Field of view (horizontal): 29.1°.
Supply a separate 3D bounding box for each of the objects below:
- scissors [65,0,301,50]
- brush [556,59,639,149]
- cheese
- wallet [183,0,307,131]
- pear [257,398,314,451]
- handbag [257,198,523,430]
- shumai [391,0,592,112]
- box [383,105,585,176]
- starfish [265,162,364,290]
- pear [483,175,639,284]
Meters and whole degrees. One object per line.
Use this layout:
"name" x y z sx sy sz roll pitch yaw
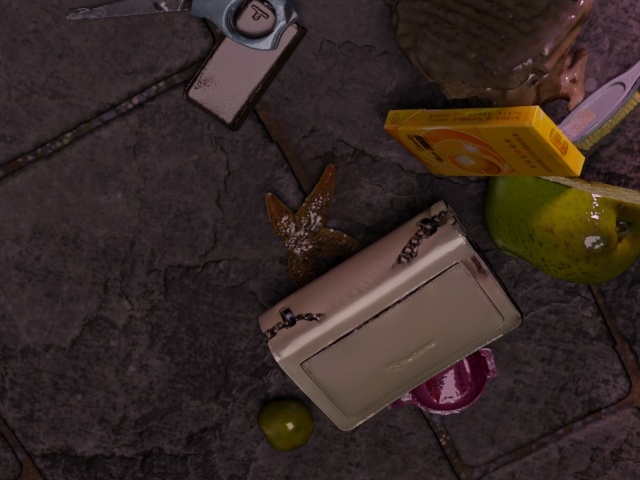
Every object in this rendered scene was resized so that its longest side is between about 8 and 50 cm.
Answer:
"scissors" -0.213 -0.365 1.863 0.360 0.029 0.191 -7 92 5
"brush" 0.494 -0.240 1.939 0.297 0.068 0.060 -43 125 10
"cheese" 0.176 0.234 2.082 0.244 0.062 0.155 -16 107 6
"wallet" -0.119 -0.276 1.911 0.110 0.031 0.198 34 103 -12
"pear" -0.059 0.308 2.088 0.097 0.092 0.092 32 105 4
"handbag" 0.106 0.112 1.964 0.359 0.160 0.236 -33 132 8
"shumai" 0.278 -0.300 1.863 0.314 0.262 0.267 17 76 31
"box" 0.241 -0.146 1.844 0.152 0.269 0.043 38 64 -41
"starfish" 0.001 -0.002 2.003 0.138 0.050 0.247 -19 119 6
"pear" 0.401 -0.014 1.914 0.292 0.292 0.159 13 98 -7
